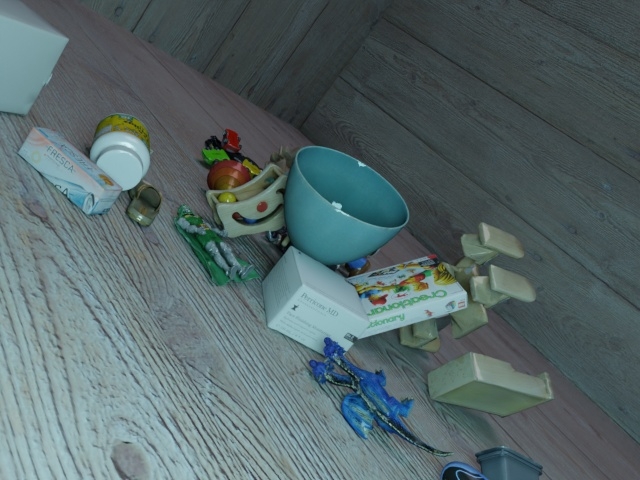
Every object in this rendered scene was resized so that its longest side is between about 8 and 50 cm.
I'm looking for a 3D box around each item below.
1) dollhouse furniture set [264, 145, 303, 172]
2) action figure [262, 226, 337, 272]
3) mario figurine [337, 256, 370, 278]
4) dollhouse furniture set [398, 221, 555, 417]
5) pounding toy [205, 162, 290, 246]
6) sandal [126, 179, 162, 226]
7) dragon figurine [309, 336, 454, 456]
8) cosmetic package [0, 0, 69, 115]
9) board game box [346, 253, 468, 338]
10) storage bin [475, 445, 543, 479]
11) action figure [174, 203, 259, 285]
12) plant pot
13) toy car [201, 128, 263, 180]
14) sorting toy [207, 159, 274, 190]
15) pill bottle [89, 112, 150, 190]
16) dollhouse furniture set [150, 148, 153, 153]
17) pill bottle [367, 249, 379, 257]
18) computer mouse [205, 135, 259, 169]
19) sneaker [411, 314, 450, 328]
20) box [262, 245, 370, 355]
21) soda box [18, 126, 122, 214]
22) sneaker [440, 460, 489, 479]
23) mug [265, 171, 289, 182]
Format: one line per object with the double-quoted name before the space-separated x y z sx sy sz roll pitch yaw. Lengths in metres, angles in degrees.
"dollhouse furniture set" -0.111 -0.155 1.936 0.303 0.174 0.355 43 38 -40
"action figure" -0.056 0.031 1.381 0.186 0.099 0.285 18 17 -24
"mario figurine" 0.000 0.000 1.648 0.320 0.170 0.198 45 -24 -16
"dollhouse furniture set" 0.418 0.227 1.382 0.257 0.362 0.393 20 49 -24
"pounding toy" -0.126 -0.085 1.276 0.270 0.154 0.155 -11 38 -31
"sandal" -0.360 -0.087 1.090 0.072 0.049 0.180 32 16 -24
"dragon figurine" 0.095 0.297 0.947 0.144 0.085 0.289 19 23 -52
"cosmetic package" -0.650 -0.350 0.903 0.155 0.196 0.365 39 13 5
"board game box" 0.182 0.137 1.304 0.193 0.306 0.053 -116 -168 -60
"storage bin" 0.380 0.492 1.062 0.135 0.098 0.091 34 43 -21
"action figure" -0.238 -0.001 1.112 0.232 0.063 0.137 42 17 27
"plant pot" 0.031 -0.055 1.220 0.291 0.195 0.290 23 32 -15
"toy car" -0.306 -0.267 1.712 0.239 0.053 0.225 53 31 15
"sorting toy" -0.139 -0.092 1.435 0.366 0.127 0.126 23 24 -16
"pill bottle" -0.422 -0.186 1.109 0.118 0.117 0.208 30 16 -30
"dollhouse furniture set" -0.446 -0.228 1.281 0.114 0.091 0.081 24 35 -52
"pill bottle" 0.121 -0.015 1.903 0.209 0.119 0.119 23 21 -48
"computer mouse" -0.301 -0.293 1.849 0.184 0.060 0.262 26 19 -43
"sneaker" 0.320 0.215 1.710 0.293 0.108 0.169 16 29 -53
"box" -0.015 0.132 1.119 0.181 0.119 0.182 32 15 -22
"soda box" -0.455 -0.127 0.954 0.183 0.063 0.058 40 15 8
"sneaker" 0.280 0.473 0.865 0.232 0.081 0.090 49 10 31
"mug" -0.146 -0.152 1.659 0.158 0.130 0.097 -67 139 -84
